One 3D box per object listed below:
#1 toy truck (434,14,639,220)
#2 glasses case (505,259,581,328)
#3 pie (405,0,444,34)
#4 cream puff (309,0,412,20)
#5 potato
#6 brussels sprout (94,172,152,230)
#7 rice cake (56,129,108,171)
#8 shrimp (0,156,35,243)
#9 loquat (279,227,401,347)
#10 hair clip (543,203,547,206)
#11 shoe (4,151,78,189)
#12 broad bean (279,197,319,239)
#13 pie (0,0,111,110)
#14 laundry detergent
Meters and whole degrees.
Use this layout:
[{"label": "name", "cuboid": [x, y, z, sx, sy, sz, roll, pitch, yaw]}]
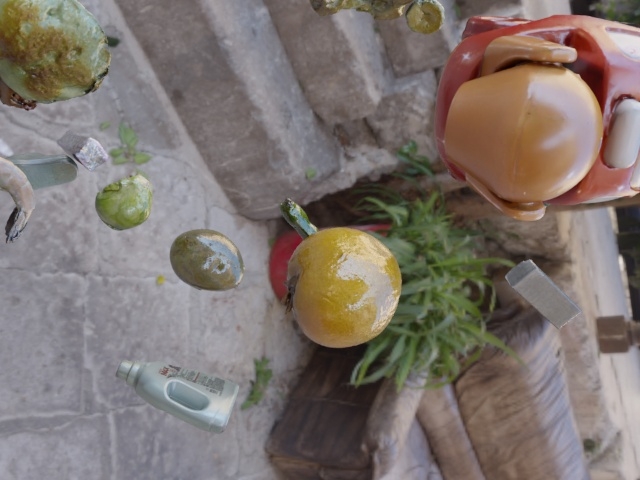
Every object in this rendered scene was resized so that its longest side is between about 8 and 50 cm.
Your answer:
[{"label": "toy truck", "cuboid": [0.235, -0.113, 0.627, 0.239, 0.265, 0.188, -103, -165, -67]}, {"label": "glasses case", "cuboid": [0.499, 0.121, 1.468, 0.205, 0.071, 0.047, 37, 19, -31]}, {"label": "pie", "cuboid": [0.220, -0.472, 1.383, 0.084, 0.085, 0.019, 58, 30, -38]}, {"label": "cream puff", "cuboid": [0.087, -0.579, 1.359, 0.282, 0.282, 0.185, 19, 67, -59]}, {"label": "potato", "cuboid": [-0.340, 0.062, 1.979, 0.235, 0.178, 0.160, 38, 31, -10]}, {"label": "brussels sprout", "cuboid": [-0.575, -0.109, 1.957, 0.145, 0.183, 0.131, 61, -1, -3]}, {"label": "rice cake", "cuboid": [-0.590, -0.227, 1.613, 0.064, 0.399, 0.070, -46, 118, -11]}, {"label": "shrimp", "cuboid": [-0.583, -0.041, 1.095, 0.219, 0.046, 0.152, -42, 127, -11]}, {"label": "loquat", "cuboid": [0.035, 0.080, 1.127, 0.208, 0.208, 0.207, 25, 61, -58]}, {"label": "hair clip", "cuboid": [0.390, -0.088, 1.189, 0.066, 0.036, 0.229, 54, 18, 9]}, {"label": "shoe", "cuboid": [-0.663, -0.166, 1.520, 0.078, 0.195, 0.079, -112, -162, -54]}, {"label": "broad bean", "cuboid": [0.000, 0.001, 1.317, 0.256, 0.053, 0.052, 46, 48, -29]}, {"label": "pie", "cuboid": [-0.551, -0.380, 1.294, 0.274, 0.258, 0.105, 82, -3, -57]}, {"label": "laundry detergent", "cuboid": [-0.482, 0.497, 2.168, 0.264, 0.398, 0.124, -83, -165, -76]}]
